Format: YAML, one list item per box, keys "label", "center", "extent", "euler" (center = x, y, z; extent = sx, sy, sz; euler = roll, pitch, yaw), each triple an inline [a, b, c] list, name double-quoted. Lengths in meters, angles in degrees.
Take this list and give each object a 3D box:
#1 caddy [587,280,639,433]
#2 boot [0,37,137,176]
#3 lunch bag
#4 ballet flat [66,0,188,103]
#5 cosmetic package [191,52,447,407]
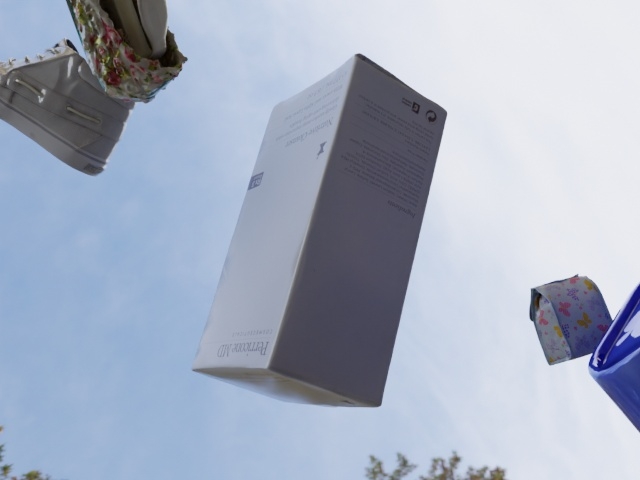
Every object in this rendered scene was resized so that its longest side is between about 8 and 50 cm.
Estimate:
- label: "caddy"
  center: [0.369, 0.074, 0.597]
  extent: [0.179, 0.241, 0.341]
  euler: [48, -139, 8]
- label: "boot"
  center: [-0.340, -0.194, 0.931]
  extent: [0.258, 0.123, 0.095]
  euler: [33, -175, 6]
- label: "lunch bag"
  center: [0.262, 0.081, 0.806]
  extent: [0.071, 0.053, 0.083]
  euler: [-13, -102, -24]
- label: "ballet flat"
  center: [-0.164, -0.223, 0.585]
  extent: [0.091, 0.077, 0.241]
  euler: [-45, -58, -45]
- label: "cosmetic package"
  center: [0.000, 0.000, 0.940]
  extent: [0.156, 0.217, 0.385]
  euler: [26, -113, -26]
